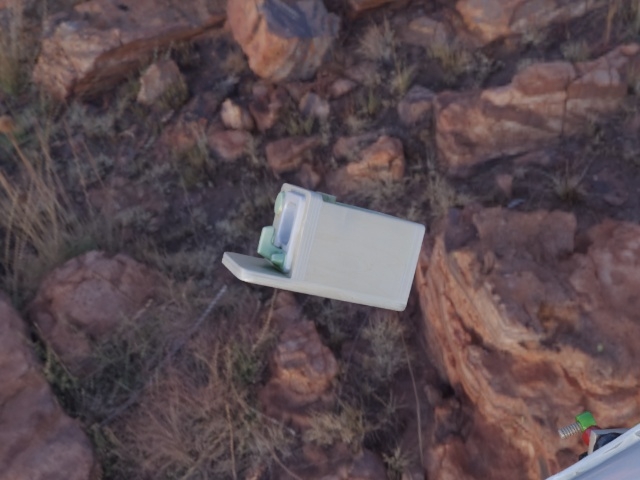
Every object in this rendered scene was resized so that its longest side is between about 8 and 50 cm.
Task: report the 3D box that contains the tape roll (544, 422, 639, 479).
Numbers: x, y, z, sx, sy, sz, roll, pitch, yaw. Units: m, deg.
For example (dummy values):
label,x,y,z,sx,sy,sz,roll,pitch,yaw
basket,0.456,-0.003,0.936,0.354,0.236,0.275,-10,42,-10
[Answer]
label,x,y,z,sx,sy,sz,roll,pitch,yaw
tape roll,0.195,0.210,0.306,0.100,0.286,0.286,-42,38,25

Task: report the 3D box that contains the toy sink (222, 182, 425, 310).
label,x,y,z,sx,sy,sz,roll,pitch,yaw
toy sink,0.000,0.000,1.084,0.234,0.131,0.153,12,4,-18

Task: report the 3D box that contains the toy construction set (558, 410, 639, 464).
label,x,y,z,sx,sy,sz,roll,pitch,yaw
toy construction set,0.543,0.354,1.150,0.237,0.309,0.258,-22,80,-2
